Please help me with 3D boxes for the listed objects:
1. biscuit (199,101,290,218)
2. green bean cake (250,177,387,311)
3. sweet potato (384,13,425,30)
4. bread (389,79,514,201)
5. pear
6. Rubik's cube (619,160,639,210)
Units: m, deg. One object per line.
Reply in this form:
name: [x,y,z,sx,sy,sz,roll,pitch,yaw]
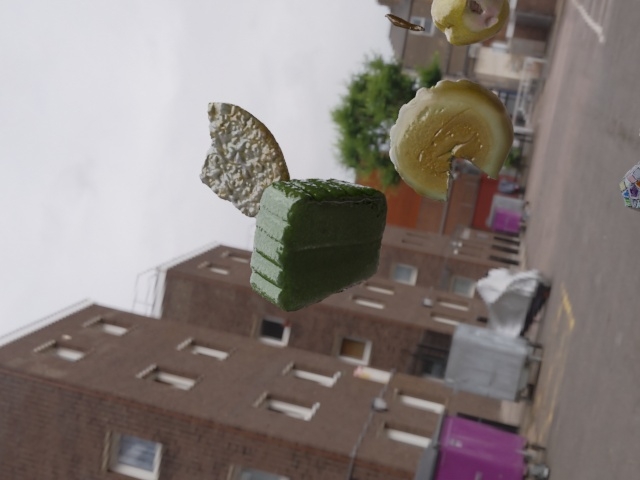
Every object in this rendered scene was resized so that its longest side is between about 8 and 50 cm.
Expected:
biscuit: [-0.147,-0.140,1.626,0.040,0.188,0.265,-45,-64,-54]
green bean cake: [0.000,0.000,1.566,0.248,0.125,0.222,-7,-66,-36]
sweet potato: [0.217,-0.557,2.223,0.026,0.115,0.026,-59,-15,-27]
bread: [0.341,-0.273,2.271,0.160,0.333,0.333,-59,-22,-64]
pear: [0.338,-0.528,1.964,0.178,0.178,0.178,12,-90,-79]
Rubik's cube: [0.568,-0.091,1.475,0.111,0.093,0.111,-44,-3,-3]
